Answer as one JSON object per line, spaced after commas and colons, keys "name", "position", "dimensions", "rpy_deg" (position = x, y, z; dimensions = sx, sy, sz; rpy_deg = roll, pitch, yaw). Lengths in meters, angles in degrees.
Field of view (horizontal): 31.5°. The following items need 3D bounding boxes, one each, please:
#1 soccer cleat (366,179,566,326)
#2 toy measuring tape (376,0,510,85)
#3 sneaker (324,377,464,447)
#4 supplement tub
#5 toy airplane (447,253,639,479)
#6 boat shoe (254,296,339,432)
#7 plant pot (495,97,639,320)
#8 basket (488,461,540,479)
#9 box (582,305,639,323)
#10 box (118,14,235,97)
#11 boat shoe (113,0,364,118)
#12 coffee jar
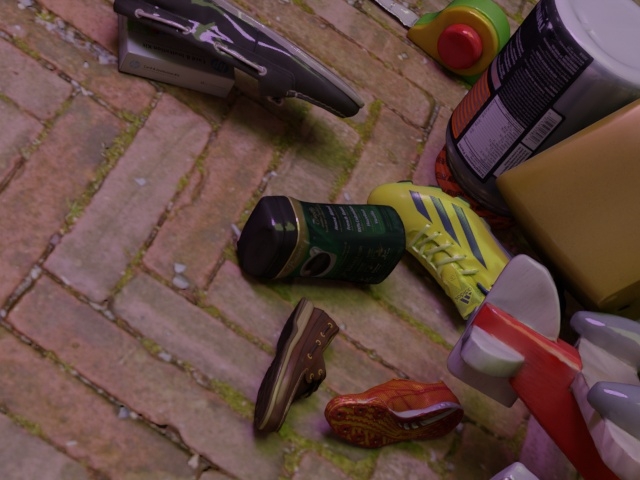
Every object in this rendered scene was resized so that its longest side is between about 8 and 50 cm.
{"name": "soccer cleat", "position": [0.175, 0.032, 1.399], "dimensions": [0.289, 0.093, 0.121], "rpy_deg": [35, 49, 0]}
{"name": "toy measuring tape", "position": [0.179, -0.349, 1.713], "dimensions": [0.330, 0.121, 0.121], "rpy_deg": [40, 43, 4]}
{"name": "sneaker", "position": [0.074, 0.183, 1.239], "dimensions": [0.175, 0.064, 0.067], "rpy_deg": [6, 31, -35]}
{"name": "supplement tub", "position": [0.292, -0.166, 1.478], "dimensions": [0.193, 0.316, 0.194], "rpy_deg": [17, 47, -20]}
{"name": "toy airplane", "position": [0.322, 0.162, 1.175], "dimensions": [0.384, 0.272, 0.386], "rpy_deg": [39, 19, -43]}
{"name": "boat shoe", "position": [-0.021, 0.135, 1.205], "dimensions": [0.060, 0.064, 0.178], "rpy_deg": [28, 41, -5]}
{"name": "plant pot", "position": [0.366, -0.014, 1.390], "dimensions": [0.187, 0.212, 0.212], "rpy_deg": [66, 10, 27]}
{"name": "basket", "position": [0.167, 0.313, 1.099], "dimensions": [0.113, 0.167, 0.103], "rpy_deg": [43, 48, 8]}
{"name": "box", "position": [0.431, 0.175, 1.421], "dimensions": [0.244, 0.100, 0.060], "rpy_deg": [67, 11, 28]}
{"name": "box", "position": [-0.189, -0.278, 1.474], "dimensions": [0.145, 0.038, 0.186], "rpy_deg": [13, 49, -24]}
{"name": "boat shoe", "position": [-0.103, -0.236, 1.416], "dimensions": [0.335, 0.095, 0.112], "rpy_deg": [35, 7, -9]}
{"name": "coffee jar", "position": [0.000, 0.000, 1.311], "dimensions": [0.184, 0.096, 0.079], "rpy_deg": [4, 49, -30]}
